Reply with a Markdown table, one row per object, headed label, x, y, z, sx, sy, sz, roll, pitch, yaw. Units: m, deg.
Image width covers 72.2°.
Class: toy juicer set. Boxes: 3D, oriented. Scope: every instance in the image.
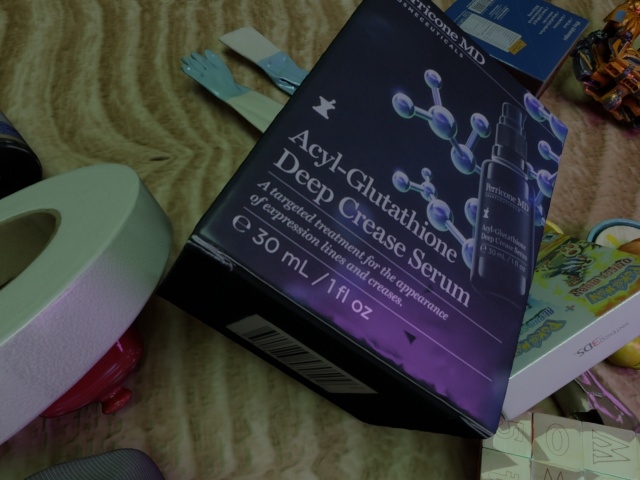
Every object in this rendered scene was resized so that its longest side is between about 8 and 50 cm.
| label | x | y | z | sx | sy | sz | roll | pitch | yaw |
| --- | --- | --- | --- | --- | --- | --- | --- | --- | --- |
| toy juicer set | 0.437 | 0.063 | 0.595 | 0.330 | 0.089 | 0.209 | -1 | 61 | -5 |

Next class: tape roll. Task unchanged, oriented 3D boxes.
| label | x | y | z | sx | sy | sz | roll | pitch | yaw |
| --- | --- | --- | --- | --- | --- | --- | --- | --- | --- |
| tape roll | -0.344 | 0.057 | 0.450 | 0.393 | 0.072 | 0.391 | -16 | 37 | 13 |

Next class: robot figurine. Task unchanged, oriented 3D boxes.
| label | x | y | z | sx | sy | sz | roll | pitch | yaw |
| --- | --- | --- | --- | --- | --- | --- | --- | --- | --- |
| robot figurine | 0.577 | -0.335 | 0.806 | 0.211 | 0.085 | 0.291 | 39 | 61 | 0 |

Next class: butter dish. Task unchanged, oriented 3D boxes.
| label | x | y | z | sx | sy | sz | roll | pitch | yaw |
| --- | --- | --- | --- | --- | --- | --- | --- | --- | --- |
| butter dish | -0.259 | 0.141 | 0.491 | 0.160 | 0.160 | 0.118 | -38 | 94 | -17 |

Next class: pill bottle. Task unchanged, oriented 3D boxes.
| label | x | y | z | sx | sy | sz | roll | pitch | yaw |
| --- | --- | --- | --- | --- | --- | --- | --- | --- | --- |
| pill bottle | -0.514 | -0.151 | 0.632 | 0.123 | 0.122 | 0.219 | -39 | 70 | -21 |

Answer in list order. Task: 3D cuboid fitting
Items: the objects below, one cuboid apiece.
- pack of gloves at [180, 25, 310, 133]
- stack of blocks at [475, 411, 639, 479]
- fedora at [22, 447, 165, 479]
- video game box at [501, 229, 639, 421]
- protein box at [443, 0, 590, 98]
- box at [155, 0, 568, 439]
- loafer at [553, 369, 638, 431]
| label | x | y | z | sx | sy | sz | roll | pitch | yaw |
| --- | --- | --- | --- | --- | --- | --- | --- | --- | --- |
| pack of gloves | -0.117 | -0.282 | 0.787 | 0.232 | 0.046 | 0.195 | 40 | 55 | 14 |
| stack of blocks | 0.312 | 0.253 | 0.433 | 0.298 | 0.171 | 0.087 | 5 | 59 | 20 |
| fedora | -0.218 | 0.284 | 0.385 | 0.275 | 0.243 | 0.124 | -39 | 41 | -15 |
| video game box | 0.234 | 0.077 | 0.485 | 0.205 | 0.187 | 0.048 | -35 | 106 | 1 |
| protein box | 0.308 | -0.322 | 0.771 | 0.201 | 0.136 | 0.199 | 35 | 64 | 15 |
| box | 0.065 | -0.041 | 0.498 | 0.294 | 0.212 | 0.395 | 35 | 61 | -13 |
| loafer | 0.313 | 0.187 | 0.537 | 0.148 | 0.056 | 0.050 | 41 | 60 | 17 |
